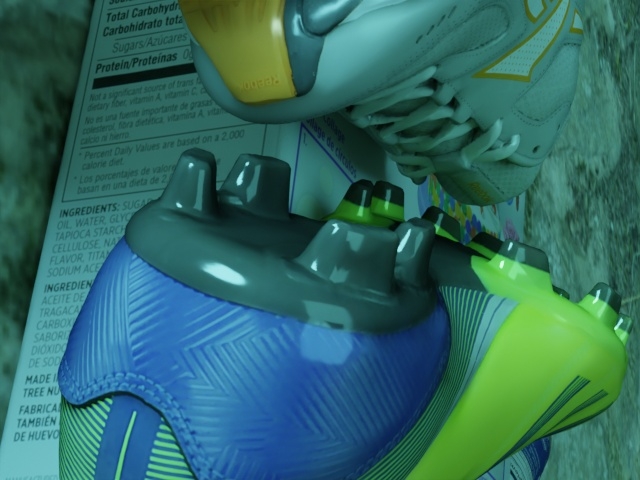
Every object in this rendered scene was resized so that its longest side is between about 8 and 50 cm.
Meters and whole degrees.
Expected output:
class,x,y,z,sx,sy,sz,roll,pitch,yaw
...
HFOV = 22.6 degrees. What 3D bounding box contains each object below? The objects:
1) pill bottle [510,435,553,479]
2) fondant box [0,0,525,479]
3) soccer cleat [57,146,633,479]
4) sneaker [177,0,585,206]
class,x,y,z,sx,sy,sz,roll,pitch,yaw
pill bottle,0.076,0.123,0.822,0.120,0.067,0.067,-47,127,-60
fondant box,0.000,0.000,0.643,0.238,0.096,0.330,49,42,-52
soccer cleat,0.014,0.048,0.475,0.289,0.093,0.121,10,103,-65
sneaker,0.042,-0.060,0.529,0.262,0.099,0.121,-36,120,-60
